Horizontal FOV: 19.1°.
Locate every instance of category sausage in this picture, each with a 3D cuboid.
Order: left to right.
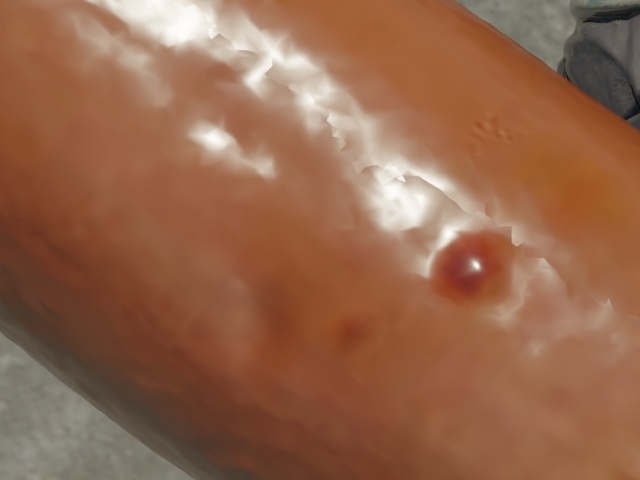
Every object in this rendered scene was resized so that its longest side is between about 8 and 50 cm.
[{"bbox_3d":[0.000,0.000,0.370,0.113,0.259,0.113,-53,-7,-9],"label":"sausage"}]

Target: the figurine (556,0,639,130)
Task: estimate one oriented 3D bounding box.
[{"bbox_3d":[0.200,-0.113,1.031,0.266,0.361,0.377,-27,79,22],"label":"figurine"}]
